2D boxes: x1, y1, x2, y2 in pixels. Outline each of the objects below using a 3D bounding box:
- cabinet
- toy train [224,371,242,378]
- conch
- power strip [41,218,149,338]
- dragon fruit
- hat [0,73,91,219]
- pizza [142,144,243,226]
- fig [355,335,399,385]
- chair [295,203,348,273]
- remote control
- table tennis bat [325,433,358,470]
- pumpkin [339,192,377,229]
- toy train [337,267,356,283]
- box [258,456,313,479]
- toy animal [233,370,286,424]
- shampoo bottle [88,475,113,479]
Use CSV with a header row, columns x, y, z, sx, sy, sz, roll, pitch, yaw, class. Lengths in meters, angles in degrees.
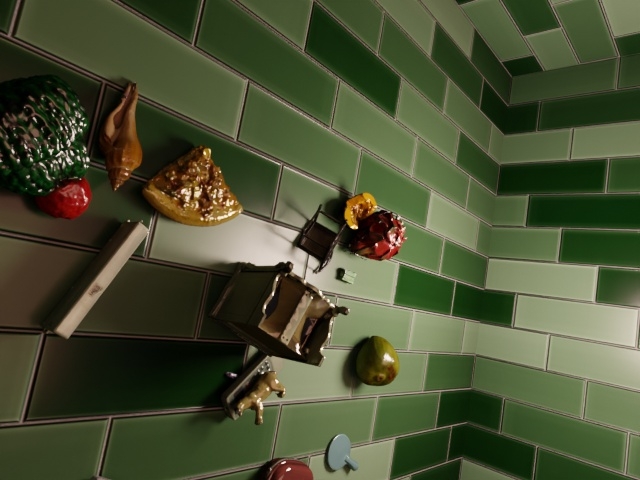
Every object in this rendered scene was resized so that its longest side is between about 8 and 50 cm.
x,y,z,sx,sy,sz,roll,pitch,yaw,class
-0.134,0.229,1.491,0.290,0.318,0.227,42,63,-27,cabinet
-0.294,0.469,1.589,0.083,0.017,0.017,29,70,-44,toy train
-0.532,-0.281,1.233,0.109,0.093,0.330,10,64,-31,conch
-0.571,0.086,1.190,0.043,0.106,0.367,49,59,-36,power strip
0.232,-0.014,2.021,0.293,0.234,0.234,-17,109,-8,dragon fruit
-0.628,-0.181,1.030,0.274,0.242,0.332,-34,131,-27,hat
-0.379,-0.121,1.411,0.258,0.087,0.268,-48,128,-31,pizza
0.252,0.540,2.097,0.203,0.203,0.225,54,16,-35,fig
0.000,0.000,1.803,0.154,0.141,0.260,-56,174,-29,chair
-0.229,0.494,1.629,0.285,0.038,0.123,-38,134,-40,remote control
0.101,0.958,2.051,0.237,0.038,0.149,52,55,-31,table tennis bat
0.142,-0.123,1.964,0.183,0.107,0.119,-38,113,-31,pumpkin
0.114,0.153,2.005,0.093,0.038,0.056,27,79,-46,toy train
-0.162,1.019,1.708,0.263,0.108,0.404,34,69,-44,box
-0.211,0.529,1.574,0.218,0.103,0.101,-43,120,-37,toy animal
-0.558,0.729,1.287,0.227,0.056,0.086,48,60,-39,shampoo bottle
